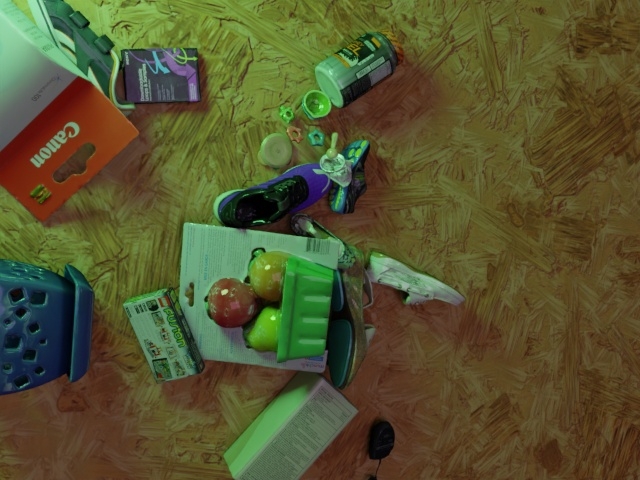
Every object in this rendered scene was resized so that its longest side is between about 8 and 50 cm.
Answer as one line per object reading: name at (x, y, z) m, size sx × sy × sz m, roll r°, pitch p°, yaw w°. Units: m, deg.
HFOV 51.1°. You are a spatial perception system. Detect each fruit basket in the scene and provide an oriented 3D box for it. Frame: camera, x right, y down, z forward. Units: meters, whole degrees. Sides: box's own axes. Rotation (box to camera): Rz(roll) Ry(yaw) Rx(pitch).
fruit basket at (-0.145, 0.132, 1.529) m, size 0.352 × 0.165 × 0.327 m, roll 7°, pitch 105°, yaw 7°

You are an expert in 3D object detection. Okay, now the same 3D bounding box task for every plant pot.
plant pot at (-0.577, 0.163, 1.342) m, size 0.212 × 0.236 × 0.236 m, roll 1°, pitch 98°, yaw -28°

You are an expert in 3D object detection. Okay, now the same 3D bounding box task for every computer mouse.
computer mouse at (0.149, 0.590, 1.783) m, size 0.071 × 0.041 × 0.242 m, roll 1°, pitch 104°, yaw -37°

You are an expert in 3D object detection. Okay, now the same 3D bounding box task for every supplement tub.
supplement tub at (0.092, -0.402, 1.549) m, size 0.190 × 0.117 × 0.117 m, roll -36°, pitch 109°, yaw -12°

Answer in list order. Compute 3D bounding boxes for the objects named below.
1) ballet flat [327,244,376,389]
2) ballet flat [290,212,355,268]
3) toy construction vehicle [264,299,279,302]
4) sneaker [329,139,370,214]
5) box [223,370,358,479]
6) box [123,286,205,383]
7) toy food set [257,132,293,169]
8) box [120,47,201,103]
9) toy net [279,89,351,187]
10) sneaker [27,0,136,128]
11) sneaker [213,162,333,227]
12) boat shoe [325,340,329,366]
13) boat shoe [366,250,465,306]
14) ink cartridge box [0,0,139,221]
ballet flat at (0.077, 0.181, 1.618) m, size 0.123 × 0.123 × 0.349 m, roll -2°, pitch 84°, yaw -20°
ballet flat at (0.000, 0.000, 1.561) m, size 0.188 × 0.070 × 0.070 m, roll 35°, pitch 85°, yaw 14°
toy construction vehicle at (-0.099, 0.117, 1.608) m, size 0.098 × 0.035 × 0.086 m, roll 36°, pitch 86°, yaw -22°
sneaker at (0.078, -0.153, 1.622) m, size 0.078 × 0.067 × 0.188 m, roll 16°, pitch 92°, yaw -43°
box at (-0.072, 0.470, 1.631) m, size 0.311 × 0.121 × 0.148 m, roll -46°, pitch 111°, yaw -8°
box at (-0.350, 0.216, 1.507) m, size 0.114 × 0.036 × 0.207 m, roll -15°, pitch 106°, yaw 10°
toy food set at (-0.102, -0.208, 1.561) m, size 0.082 × 0.020 × 0.083 m, roll 17°, pitch 92°, yaw -22°
box at (-0.343, -0.355, 1.443) m, size 0.162 × 0.029 × 0.116 m, roll -7°, pitch 101°, yaw -18°
toy net at (0.001, -0.227, 1.543) m, size 0.122 × 0.045 × 0.232 m, roll -26°, pitch 86°, yaw -27°
sneaker at (-0.473, -0.384, 1.337) m, size 0.127 × 0.126 × 0.321 m, roll -20°, pitch 115°, yaw -5°
sneaker at (-0.089, -0.092, 1.517) m, size 0.293 × 0.146 × 0.102 m, roll -23°, pitch 106°, yaw -15°
boat shoe at (0.016, 0.283, 1.671) m, size 0.152 × 0.049 × 0.056 m, roll 35°, pitch 86°, yaw -22°
boat shoe at (0.236, 0.120, 1.704) m, size 0.277 × 0.098 × 0.096 m, roll 24°, pitch 91°, yaw -13°
ink cartridge box at (-0.596, -0.241, 1.277) m, size 0.308 × 0.091 × 0.385 m, roll -38°, pitch 110°, yaw 15°
